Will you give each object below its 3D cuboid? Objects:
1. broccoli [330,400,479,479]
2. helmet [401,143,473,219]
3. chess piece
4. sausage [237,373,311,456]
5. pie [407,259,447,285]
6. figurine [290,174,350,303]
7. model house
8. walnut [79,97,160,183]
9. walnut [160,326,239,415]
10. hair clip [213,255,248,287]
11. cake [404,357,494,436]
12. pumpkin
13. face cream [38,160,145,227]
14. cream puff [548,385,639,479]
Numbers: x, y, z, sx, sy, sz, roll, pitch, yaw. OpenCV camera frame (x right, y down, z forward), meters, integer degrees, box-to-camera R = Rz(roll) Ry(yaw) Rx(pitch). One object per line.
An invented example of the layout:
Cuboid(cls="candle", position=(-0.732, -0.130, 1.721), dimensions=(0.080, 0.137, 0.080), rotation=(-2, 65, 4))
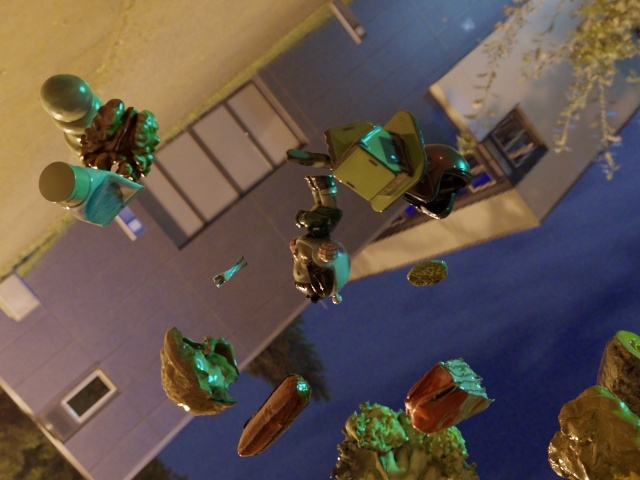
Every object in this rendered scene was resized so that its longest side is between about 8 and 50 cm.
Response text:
Cuboid(cls="broccoli", position=(0.196, 0.562, 1.659), dimensions=(0.281, 0.347, 0.294), rotation=(-10, 110, -77))
Cuboid(cls="helmet", position=(0.313, -0.170, 1.948), dimensions=(0.216, 0.193, 0.189), rotation=(-17, 157, 19))
Cuboid(cls="chess piece", position=(-0.499, -0.262, 1.459), dimensions=(0.133, 0.133, 0.243), rotation=(-40, 164, -11))
Cuboid(cls="sausage", position=(-0.127, 0.483, 1.900), dimensions=(0.330, 0.102, 0.102), rotation=(-52, 179, 33))
Cuboid(cls="pie", position=(0.217, 0.068, 1.423), dimensions=(0.085, 0.085, 0.017), rotation=(-35, -138, 28))
Cuboid(cls="figurine", position=(0.000, 0.000, 1.974), dimensions=(0.167, 0.370, 0.281), rotation=(-2, -176, -22))
Cuboid(cls="model house", position=(0.074, -0.206, 1.639), dimensions=(0.278, 0.205, 0.218), rotation=(8, 146, -34))
Cuboid(cls="walnut", position=(-0.384, -0.178, 1.330), dimensions=(0.069, 0.142, 0.170), rotation=(-108, -142, -65))
Cuboid(cls="walnut", position=(-0.274, 0.306, 1.551), dimensions=(0.141, 0.204, 0.238), rotation=(-39, 153, 10))
Cuboid(cls="hair clip", position=(-0.223, 0.077, 1.793), dimensions=(0.039, 0.030, 0.115), rotation=(-13, -160, 39))
Cuboid(cls="cake", position=(0.256, 0.300, 1.368), dimensions=(0.287, 0.098, 0.135), rotation=(12, 116, -56))
Cuboid(cls="pumpkin", position=(0.789, 0.373, 1.631), dimensions=(0.242, 0.324, 0.232), rotation=(-102, -149, -68))
Cuboid(cls="face cream", position=(-0.407, -0.081, 1.251), dimensions=(0.114, 0.070, 0.224), rotation=(-43, 166, 5))
Cuboid(cls="cream puff", position=(0.367, 0.275, 0.939), dimensions=(0.116, 0.146, 0.146), rotation=(-27, -173, -1))
